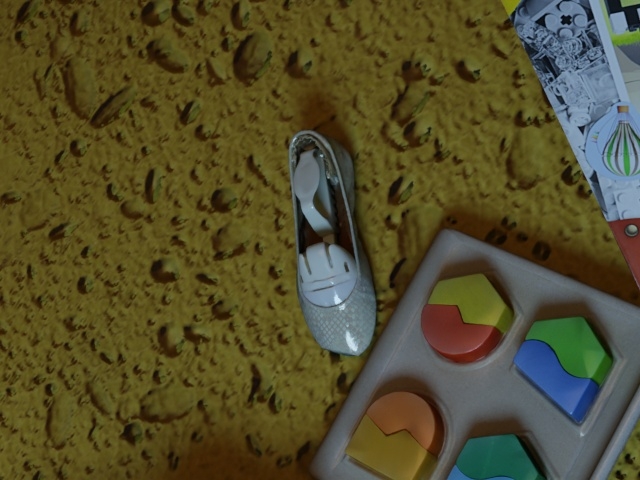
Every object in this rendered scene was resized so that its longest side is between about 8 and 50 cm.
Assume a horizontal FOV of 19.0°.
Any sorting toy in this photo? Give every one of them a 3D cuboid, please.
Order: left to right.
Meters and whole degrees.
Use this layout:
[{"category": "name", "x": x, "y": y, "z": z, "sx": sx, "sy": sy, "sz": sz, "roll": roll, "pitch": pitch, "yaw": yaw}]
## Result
[{"category": "sorting toy", "x": 0.104, "y": 0.101, "z": 1.220, "sx": 0.208, "sy": 0.038, "sz": 0.193, "roll": 23, "pitch": 80, "yaw": 39}]

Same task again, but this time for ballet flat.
[{"category": "ballet flat", "x": 0.000, "y": 0.000, "z": 1.320, "sx": 0.057, "sy": 0.052, "sz": 0.168, "roll": -19, "pitch": 62, "yaw": 18}]

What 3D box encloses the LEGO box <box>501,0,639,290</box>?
[{"category": "LEGO box", "x": 0.340, "y": -0.234, "z": 1.028, "sx": 0.500, "sy": 0.372, "sz": 0.193, "roll": -20, "pitch": 21, "yaw": 23}]
